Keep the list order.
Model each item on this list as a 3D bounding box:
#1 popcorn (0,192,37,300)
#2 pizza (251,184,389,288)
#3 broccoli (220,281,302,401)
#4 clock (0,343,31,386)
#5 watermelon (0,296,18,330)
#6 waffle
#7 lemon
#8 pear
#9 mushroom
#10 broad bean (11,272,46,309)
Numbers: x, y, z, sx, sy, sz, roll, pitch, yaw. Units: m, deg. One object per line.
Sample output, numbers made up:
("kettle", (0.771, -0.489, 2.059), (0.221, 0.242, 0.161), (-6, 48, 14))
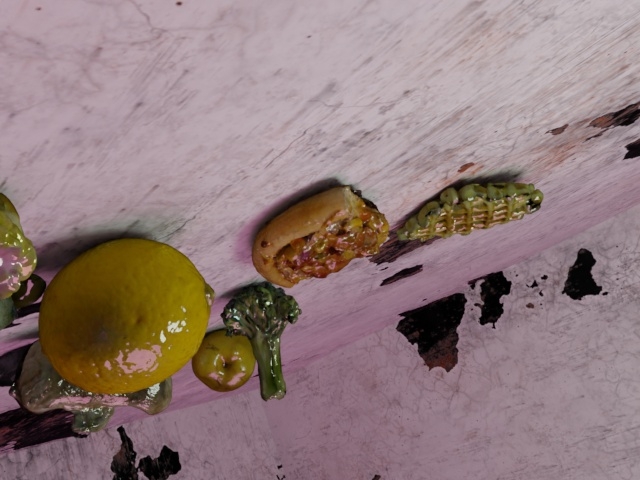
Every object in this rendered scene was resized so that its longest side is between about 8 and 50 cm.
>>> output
("popcorn", (-0.413, 0.006, 0.822), (0.126, 0.126, 0.145), (-40, 130, 18))
("pizza", (0.000, 0.000, 1.351), (0.278, 0.114, 0.409), (-5, 162, -28))
("broccoli", (-0.110, 0.231, 1.683), (0.198, 0.275, 0.177), (-36, 158, 16))
("clock", (-0.645, 0.282, 1.614), (0.226, 0.049, 0.226), (-19, 164, -6))
("watermelon", (-0.524, 0.101, 1.029), (0.158, 0.121, 0.098), (-30, 174, 37))
("waffle", (0.342, -0.067, 1.602), (0.297, 0.073, 0.317), (-1, 164, -35))
("lemon", (-0.312, 0.120, 1.111), (0.267, 0.267, 0.267), (-18, 165, -5))
("pear", (-0.287, 0.356, 2.066), (0.200, 0.200, 0.200), (-18, 165, -5))
("mushroom", (-0.468, 0.287, 1.481), (0.344, 0.247, 0.130), (19, 137, -27))
("broad bean", (-0.544, 0.113, 1.146), (0.098, 0.056, 0.318), (-2, 160, -44))
